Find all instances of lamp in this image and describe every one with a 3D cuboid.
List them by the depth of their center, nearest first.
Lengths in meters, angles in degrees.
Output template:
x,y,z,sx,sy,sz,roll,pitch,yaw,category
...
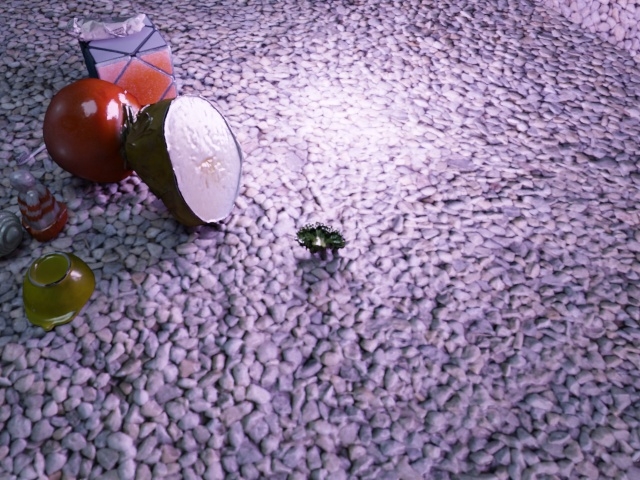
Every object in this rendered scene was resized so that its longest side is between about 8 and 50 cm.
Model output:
x,y,z,sx,sy,sz,roll,pitch,yaw,category
-0.758,-0.023,1.413,0.193,0.106,0.106,8,48,18,lamp

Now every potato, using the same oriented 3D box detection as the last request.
x,y,z,sx,sy,sz,roll,pitch,yaw,category
-0.329,-0.185,1.479,0.196,0.299,0.246,-2,21,38,potato

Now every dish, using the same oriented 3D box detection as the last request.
x,y,z,sx,sy,sz,roll,pitch,yaw,category
-0.562,0.085,1.328,0.149,0.080,0.207,-4,47,-3,dish

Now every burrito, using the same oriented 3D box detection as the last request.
x,y,z,sx,sy,sz,roll,pitch,yaw,category
-0.556,-0.552,1.632,0.203,0.064,0.064,-9,49,-11,burrito

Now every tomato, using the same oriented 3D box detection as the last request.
x,y,z,sx,sy,sz,roll,pitch,yaw,category
-0.537,-0.262,1.521,0.225,0.255,0.255,6,48,14,tomato

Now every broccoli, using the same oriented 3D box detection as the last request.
x,y,z,sx,sy,sz,roll,pitch,yaw,category
0.000,0.000,1.409,0.095,0.097,0.092,-32,30,23,broccoli

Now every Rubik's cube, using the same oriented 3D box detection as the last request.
x,y,z,sx,sy,sz,roll,pitch,yaw,category
-0.526,-0.472,1.734,0.207,0.205,0.205,-22,52,-17,Rubik's cube

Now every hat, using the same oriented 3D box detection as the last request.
x,y,z,sx,sy,sz,roll,pitch,yaw,category
-0.647,-0.089,1.426,0.094,0.162,0.112,5,45,8,hat

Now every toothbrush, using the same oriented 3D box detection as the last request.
x,y,z,sx,sy,sz,roll,pitch,yaw,category
-0.699,-0.287,1.689,0.020,0.025,0.286,28,53,21,toothbrush
